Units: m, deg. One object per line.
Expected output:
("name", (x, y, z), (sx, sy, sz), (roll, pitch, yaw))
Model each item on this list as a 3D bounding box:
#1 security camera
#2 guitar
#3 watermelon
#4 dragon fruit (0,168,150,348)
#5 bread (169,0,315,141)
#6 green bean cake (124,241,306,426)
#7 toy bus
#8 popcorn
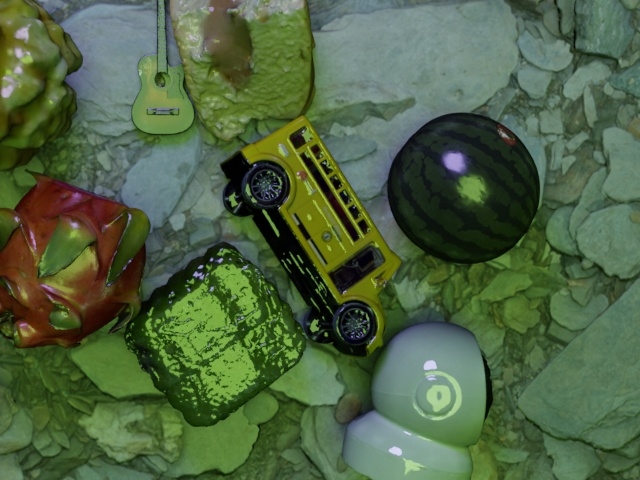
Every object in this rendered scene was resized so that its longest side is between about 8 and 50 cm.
("security camera", (0.149, 0.229, 1.289), (0.194, 0.194, 0.236), (19, 89, -9))
("guitar", (-0.223, -0.263, 1.277), (0.088, 0.025, 0.233), (-1, 94, -7))
("watermelon", (0.200, -0.070, 1.260), (0.212, 0.212, 0.212), (-1, 95, -7))
("dragon fruit", (-0.333, 0.034, 1.196), (0.224, 0.224, 0.227), (12, 86, -8))
("bread", (-0.104, -0.295, 1.266), (0.183, 0.224, 0.211), (-12, 55, 0))
("green bean cake", (-0.148, 0.129, 1.277), (0.214, 0.113, 0.200), (-36, 97, -4))
("toy bus", (0.000, 0.000, 1.267), (0.151, 0.145, 0.331), (-35, 97, -20))
("popcorn", (-0.477, -0.222, 1.139), (0.335, 0.274, 0.279), (20, 120, -1))
